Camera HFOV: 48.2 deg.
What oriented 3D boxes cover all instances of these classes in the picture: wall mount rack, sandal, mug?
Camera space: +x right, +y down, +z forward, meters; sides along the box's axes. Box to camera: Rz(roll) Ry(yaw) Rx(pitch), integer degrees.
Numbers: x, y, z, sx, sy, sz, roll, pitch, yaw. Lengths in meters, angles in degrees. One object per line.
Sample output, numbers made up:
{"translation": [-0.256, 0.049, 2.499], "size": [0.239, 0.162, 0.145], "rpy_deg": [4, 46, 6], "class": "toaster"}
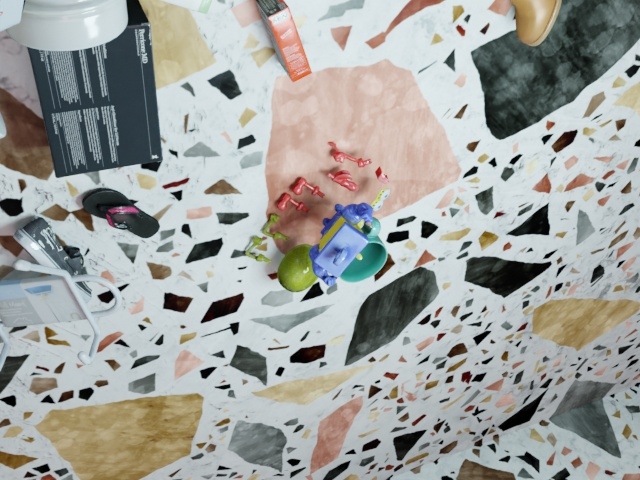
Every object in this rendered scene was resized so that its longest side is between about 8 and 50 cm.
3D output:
{"translation": [-0.564, 0.118, 1.318], "size": [0.350, 0.130, 0.304], "rpy_deg": [-7, 132, 8], "class": "wall mount rack"}
{"translation": [-0.384, -0.047, 1.404], "size": [0.067, 0.040, 0.179], "rpy_deg": [-42, 137, 14], "class": "sandal"}
{"translation": [0.090, 0.013, 1.690], "size": [0.158, 0.097, 0.129], "rpy_deg": [-39, 137, 9], "class": "mug"}

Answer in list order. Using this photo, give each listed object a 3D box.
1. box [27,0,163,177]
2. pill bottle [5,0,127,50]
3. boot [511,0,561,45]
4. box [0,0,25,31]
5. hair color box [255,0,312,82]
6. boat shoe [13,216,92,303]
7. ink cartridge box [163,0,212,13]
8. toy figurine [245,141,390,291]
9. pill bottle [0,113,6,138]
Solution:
{"translation": [-0.367, -0.246, 1.174], "size": [0.184, 0.103, 0.261], "rpy_deg": [-10, 134, -17], "class": "box"}
{"translation": [-0.353, -0.444, 0.911], "size": [0.204, 0.204, 0.361], "rpy_deg": [-13, 135, -19], "class": "pill bottle"}
{"translation": [0.340, -0.486, 1.333], "size": [0.220, 0.109, 0.283], "rpy_deg": [-16, 135, -17], "class": "boot"}
{"translation": [-0.507, -0.330, 0.793], "size": [0.231, 0.262, 0.127], "rpy_deg": [-50, -179, -42], "class": "box"}
{"translation": [-0.063, -0.358, 1.260], "size": [0.043, 0.072, 0.141], "rpy_deg": [-27, 139, -2], "class": "hair color box"}
{"translation": [-0.505, 0.038, 1.402], "size": [0.076, 0.080, 0.228], "rpy_deg": [-46, 137, -17], "class": "boat shoe"}
{"translation": [-0.253, -0.457, 1.070], "size": [0.235, 0.056, 0.171], "rpy_deg": [6, 127, -36], "class": "ink cartridge box"}
{"translation": [0.000, 0.000, 1.497], "size": [0.191, 0.217, 0.362], "rpy_deg": [35, 110, -20], "class": "toy figurine"}
{"translation": [-0.627, -0.161, 1.071], "size": [0.265, 0.153, 0.153], "rpy_deg": [-25, 138, -6], "class": "pill bottle"}
